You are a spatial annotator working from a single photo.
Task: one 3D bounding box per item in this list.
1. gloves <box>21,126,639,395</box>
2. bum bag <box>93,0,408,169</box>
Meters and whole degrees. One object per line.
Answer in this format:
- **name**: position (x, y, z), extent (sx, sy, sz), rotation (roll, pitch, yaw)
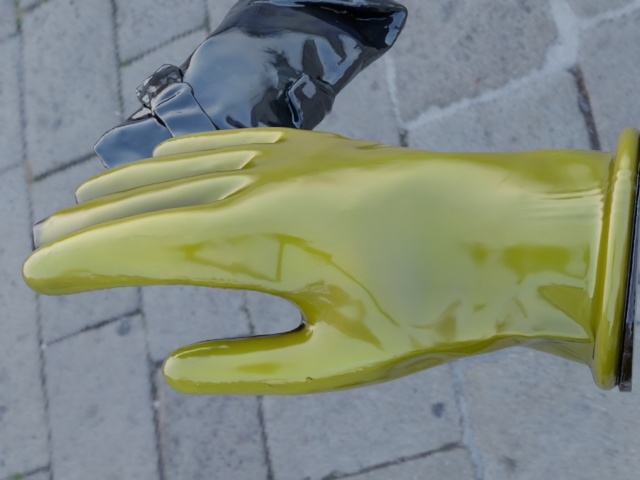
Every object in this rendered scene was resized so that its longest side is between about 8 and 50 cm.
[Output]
- **gloves**: position (0.000, -0.001, 0.556), extent (0.294, 0.133, 0.116), rotation (4, 113, 15)
- **bum bag**: position (-0.049, -0.121, 0.886), extent (0.137, 0.074, 0.310), rotation (23, 48, 17)
